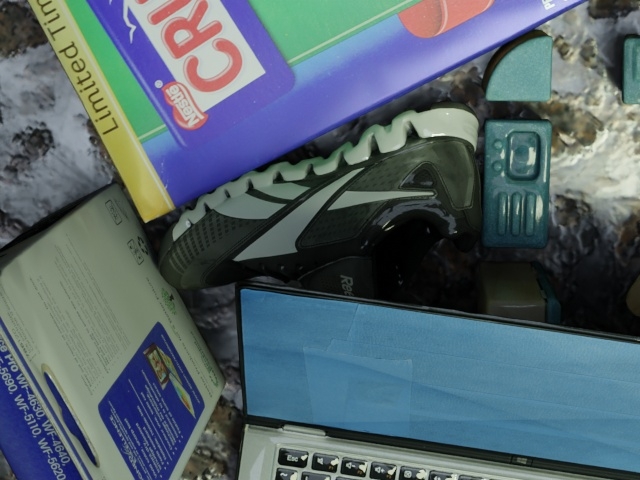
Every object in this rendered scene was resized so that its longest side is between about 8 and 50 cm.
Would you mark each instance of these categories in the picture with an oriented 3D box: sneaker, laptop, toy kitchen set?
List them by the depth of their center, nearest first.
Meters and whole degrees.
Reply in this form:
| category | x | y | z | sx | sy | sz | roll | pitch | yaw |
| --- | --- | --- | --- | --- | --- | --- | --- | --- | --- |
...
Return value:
| category | x | y | z | sx | sy | sz | roll | pitch | yaw |
| --- | --- | --- | --- | --- | --- | --- | --- | --- | --- |
| laptop | 0.121 | 0.221 | 0.966 | 0.382 | 0.236 | 0.408 | 9 | 102 | 2 |
| toy kitchen set | 0.184 | -0.024 | 0.970 | 0.166 | 0.122 | 0.207 | 1 | 102 | 3 |
| sneaker | 0.000 | 0.000 | 0.981 | 0.234 | 0.078 | 0.106 | -22 | 64 | 19 |

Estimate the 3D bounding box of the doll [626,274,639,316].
| category | x | y | z | sx | sy | sz | roll | pitch | yaw |
| --- | --- | --- | --- | --- | --- | --- | --- | --- | --- |
| doll | 0.274 | 0.074 | 0.979 | 0.189 | 0.129 | 0.046 | 25 | 111 | -40 |

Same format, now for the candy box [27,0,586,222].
| category | x | y | z | sx | sy | sz | roll | pitch | yaw |
| --- | --- | --- | --- | --- | --- | --- | --- | --- | --- |
| candy box | -0.026 | -0.204 | 0.948 | 0.317 | 0.122 | 0.268 | -26 | 99 | 9 |

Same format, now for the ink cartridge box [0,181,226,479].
| category | x | y | z | sx | sy | sz | roll | pitch | yaw |
| --- | --- | --- | --- | --- | --- | --- | --- | --- | --- |
| ink cartridge box | -0.138 | 0.072 | 0.903 | 0.065 | 0.332 | 0.165 | -26 | 97 | 8 |
